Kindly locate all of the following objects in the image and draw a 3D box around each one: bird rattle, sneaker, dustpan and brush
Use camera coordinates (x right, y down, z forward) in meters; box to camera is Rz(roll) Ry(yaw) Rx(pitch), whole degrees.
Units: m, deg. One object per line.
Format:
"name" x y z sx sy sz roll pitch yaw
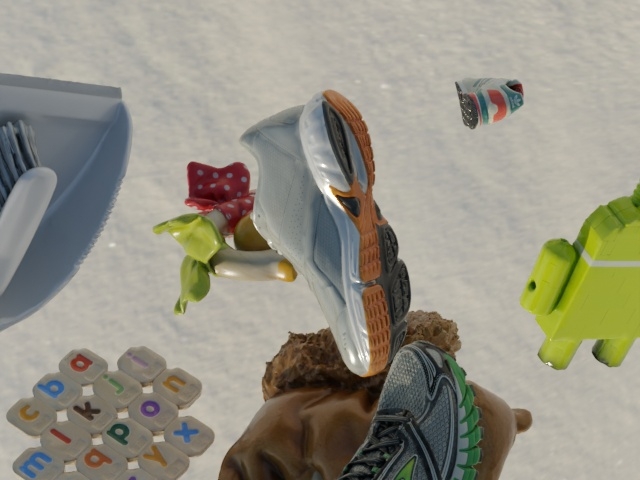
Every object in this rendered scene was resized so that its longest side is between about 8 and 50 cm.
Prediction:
"bird rattle" -0.098 -0.003 1.781 0.207 0.253 0.143 8 115 14
"sneaker" 0.000 0.000 1.292 0.121 0.099 0.262 -13 89 29
"dustpan and brush" -0.178 0.019 0.739 0.060 0.147 0.211 41 114 32
"sneaker" 0.066 0.265 1.456 0.134 0.146 0.343 -14 56 59
"sneaker" 0.212 -0.174 1.726 0.075 0.161 0.057 -12 102 2

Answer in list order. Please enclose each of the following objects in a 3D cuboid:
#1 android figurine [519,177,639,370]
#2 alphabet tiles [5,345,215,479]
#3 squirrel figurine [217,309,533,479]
"android figurine" 0.358 0.039 1.650 0.056 0.248 0.273 60 142 45
"alphabet tiles" -0.308 0.275 2.043 0.278 0.284 0.021 28 144 22
"squirrel figurine" 0.087 0.241 1.875 0.370 0.281 0.397 -30 42 34
